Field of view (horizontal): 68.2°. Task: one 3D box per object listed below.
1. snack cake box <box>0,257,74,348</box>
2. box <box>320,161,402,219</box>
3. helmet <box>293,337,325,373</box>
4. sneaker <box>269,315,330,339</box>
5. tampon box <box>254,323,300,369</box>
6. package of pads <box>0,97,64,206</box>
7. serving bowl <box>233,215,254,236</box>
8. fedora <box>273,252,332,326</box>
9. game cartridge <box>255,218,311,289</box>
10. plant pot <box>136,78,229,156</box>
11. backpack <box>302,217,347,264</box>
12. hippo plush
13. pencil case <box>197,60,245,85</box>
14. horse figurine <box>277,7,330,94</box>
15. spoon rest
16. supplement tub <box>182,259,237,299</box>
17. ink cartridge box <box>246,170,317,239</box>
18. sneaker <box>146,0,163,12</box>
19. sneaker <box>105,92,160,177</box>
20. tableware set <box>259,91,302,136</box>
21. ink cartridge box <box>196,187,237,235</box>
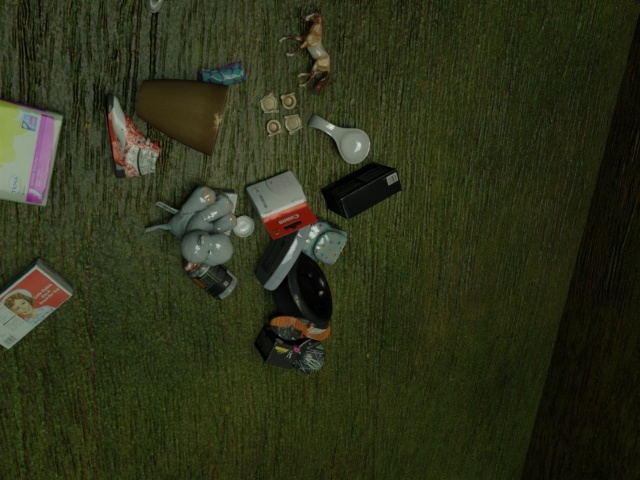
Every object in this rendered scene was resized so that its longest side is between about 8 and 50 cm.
[{"bbox_3d":[-0.970,0.204,1.544,0.264,0.089,0.152,-42,117,-7],"label":"snack cake box"},{"bbox_3d":[0.162,-0.202,1.880,0.261,0.184,0.103,-29,119,-13],"label":"box"},{"bbox_3d":[-0.058,0.489,2.024,0.170,0.161,0.169,-8,110,-23],"label":"helmet"},{"bbox_3d":[-0.098,0.361,1.986,0.263,0.121,0.099,14,90,-25],"label":"sneaker"},{"bbox_3d":[-0.180,0.437,1.950,0.120,0.161,0.101,24,96,-30],"label":"tampon box"},{"bbox_3d":[-0.916,-0.263,1.403,0.229,0.101,0.296,11,102,-28],"label":"package of pads"},{"bbox_3d":[-0.297,-0.057,1.804,0.083,0.027,0.083,-8,111,-23],"label":"serving bowl"},{"bbox_3d":[-0.085,0.213,1.900,0.153,0.334,0.334,-19,120,21],"label":"fedora"},{"bbox_3d":[-0.144,0.041,1.812,0.060,0.196,0.294,30,94,-23],"label":"game cartridge"},{"bbox_3d":[-0.446,-0.417,1.521,0.255,0.237,0.237,14,101,-12],"label":"plant pot"},{"bbox_3d":[0.000,0.000,1.899,0.188,0.144,0.165,24,101,-26],"label":"backpack"},{"bbox_3d":[-0.402,-0.040,1.605,0.294,0.236,0.234,13,117,-32],"label":"hippo plush"},{"bbox_3d":[-0.333,-0.557,1.597,0.152,0.064,0.070,-20,131,-18],"label":"pencil case"},{"bbox_3d":[-0.032,-0.665,1.702,0.175,0.066,0.263,-30,115,-6],"label":"horse figurine"},{"bbox_3d":[0.082,-0.396,1.835,0.276,0.084,0.137,25,96,-29],"label":"spoon rest"},{"bbox_3d":[-0.413,0.124,1.761,0.117,0.117,0.190,-46,120,-5],"label":"supplement tub"},{"bbox_3d":[-0.142,-0.136,1.743,0.189,0.232,0.066,-24,146,-16],"label":"ink cartridge box"},{"bbox_3d":[-0.490,-0.778,1.452,0.054,0.061,0.152,18,97,-27],"label":"sneaker"},{"bbox_3d":[-0.605,-0.339,1.532,0.145,0.090,0.270,-9,114,-23],"label":"sneaker"},{"bbox_3d":[-0.143,-0.466,1.742,0.141,0.020,0.168,-20,115,-18],"label":"tableware set"},{"bbox_3d":[-0.393,-0.105,1.748,0.146,0.045,0.179,1,125,-26],"label":"ink cartridge box"}]
